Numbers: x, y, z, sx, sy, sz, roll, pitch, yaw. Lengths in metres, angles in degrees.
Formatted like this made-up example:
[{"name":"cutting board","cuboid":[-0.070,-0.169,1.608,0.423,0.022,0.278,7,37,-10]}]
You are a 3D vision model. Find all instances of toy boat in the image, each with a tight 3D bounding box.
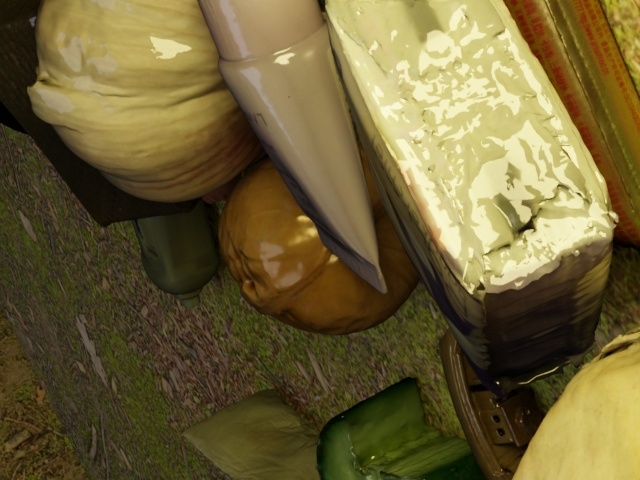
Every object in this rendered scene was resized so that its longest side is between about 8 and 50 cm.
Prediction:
[{"name":"toy boat","cuboid":[0.171,0.164,1.384,0.072,0.064,0.206,-13,102,52]}]

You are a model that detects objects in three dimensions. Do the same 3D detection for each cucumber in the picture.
[{"name":"cucumber","cuboid":[0.097,0.262,1.565,0.191,0.130,0.191,42,148,33]}]

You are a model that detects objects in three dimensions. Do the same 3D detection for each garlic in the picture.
[{"name":"garlic","cuboid":[-0.115,-0.185,1.332,0.241,0.322,0.322,48,153,16]}]

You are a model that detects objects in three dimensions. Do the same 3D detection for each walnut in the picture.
[{"name":"walnut","cuboid":[0.000,0.000,1.413,0.222,0.195,0.195,-16,100,63]}]

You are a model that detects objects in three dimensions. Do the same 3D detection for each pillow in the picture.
[{"name":"pillow","cuboid":[-0.065,0.269,1.888,0.230,0.148,0.050,31,136,51]}]

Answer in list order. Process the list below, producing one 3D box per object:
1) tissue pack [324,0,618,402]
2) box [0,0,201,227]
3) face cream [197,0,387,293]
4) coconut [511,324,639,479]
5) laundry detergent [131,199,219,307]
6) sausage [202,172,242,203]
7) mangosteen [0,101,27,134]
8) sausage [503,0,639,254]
[{"name":"tissue pack","cuboid":[0.111,-0.037,1.053,0.343,0.125,0.242,59,-175,-72]},{"name":"box","cuboid":[-0.215,-0.170,1.512,0.143,0.184,0.273,-7,129,39]},{"name":"face cream","cuboid":[-0.014,-0.095,1.185,0.154,0.096,0.273,34,147,63]},{"name":"coconut","cuboid":[0.274,0.211,0.925,0.352,0.353,0.352,47,152,35]},{"name":"laundry detergent","cuboid":[-0.206,-0.024,1.952,0.181,0.091,0.253,31,141,55]},{"name":"sausage","cuboid":[-0.160,-0.230,1.647,0.088,0.088,0.433,36,146,48]},{"name":"mangosteen","cuboid":[-0.336,-0.255,1.739,0.297,0.293,0.297,26,145,20]},{"name":"sausage","cuboid":[0.175,-0.139,1.041,0.371,0.082,0.082,66,157,-7]}]
